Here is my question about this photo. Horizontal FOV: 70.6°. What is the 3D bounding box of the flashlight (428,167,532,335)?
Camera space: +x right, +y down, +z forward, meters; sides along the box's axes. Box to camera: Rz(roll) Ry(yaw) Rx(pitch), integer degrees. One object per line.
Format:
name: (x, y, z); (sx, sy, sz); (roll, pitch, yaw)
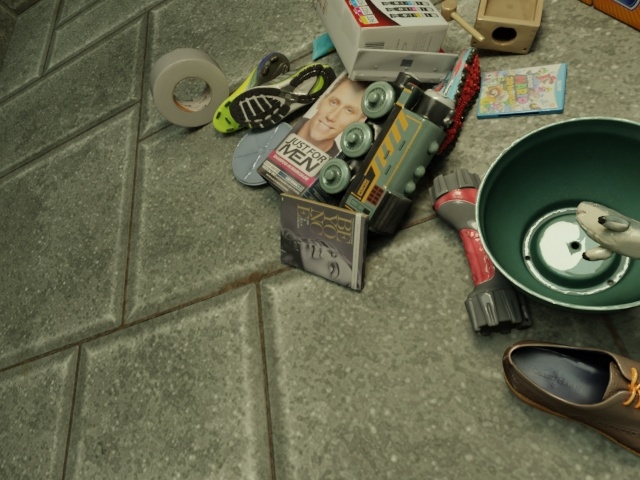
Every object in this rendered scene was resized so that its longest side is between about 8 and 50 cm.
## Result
flashlight: (0.277, 0.017, 0.825); (0.103, 0.103, 0.303); (-33, 51, 42)

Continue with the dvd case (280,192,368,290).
dvd case: (0.000, 0.000, 0.963); (0.221, 0.018, 0.164); (18, 117, 33)

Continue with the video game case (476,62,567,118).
video game case: (0.427, -0.317, 0.963); (0.166, 0.015, 0.119); (4, 68, 29)

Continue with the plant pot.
plant pot: (0.406, -0.014, 0.707); (0.293, 0.196, 0.292); (-9, 66, 22)

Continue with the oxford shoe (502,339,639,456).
oxford shoe: (0.434, 0.225, 0.613); (0.364, 0.133, 0.129); (9, 70, 31)

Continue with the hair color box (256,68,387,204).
hair color box: (0.028, -0.236, 1.078); (0.347, 0.105, 0.174); (-49, 54, -3)

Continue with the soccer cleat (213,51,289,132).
soccer cleat: (-0.200, -0.427, 1.323); (0.289, 0.093, 0.121); (-45, 23, 6)

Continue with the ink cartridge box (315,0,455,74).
ink cartridge box: (0.162, -0.531, 1.069); (0.272, 0.130, 0.309); (-10, 56, -15)

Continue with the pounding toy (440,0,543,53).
pounding toy: (0.367, -0.479, 1.001); (0.206, 0.094, 0.180); (13, 72, 11)

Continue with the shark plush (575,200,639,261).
shark plush: (0.408, -0.013, 0.562); (0.161, 0.073, 0.067); (8, 43, 32)

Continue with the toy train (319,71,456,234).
toy train: (0.137, -0.172, 0.933); (0.190, 0.142, 0.333); (40, 108, 32)

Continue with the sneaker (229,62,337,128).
sneaker: (-0.103, -0.393, 1.226); (0.300, 0.111, 0.121); (-18, 27, 5)

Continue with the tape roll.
tape roll: (-0.385, -0.446, 1.331); (0.219, 0.219, 0.072); (-35, 54, 8)

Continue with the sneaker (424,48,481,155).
sneaker: (0.262, -0.317, 0.997); (0.125, 0.104, 0.261); (19, 75, 36)

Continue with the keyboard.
keyboard: (0.186, -0.384, 0.998); (0.256, 0.072, 0.014); (-7, 49, -22)

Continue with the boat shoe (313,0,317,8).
boat shoe: (0.009, -0.797, 1.398); (0.063, 0.059, 0.169); (-2, 65, 27)

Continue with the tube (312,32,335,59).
tube: (0.065, -0.579, 1.269); (0.207, 0.052, 0.080); (-16, 53, 25)

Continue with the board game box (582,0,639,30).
board game box: (0.653, -0.682, 0.815); (0.356, 0.356, 0.356); (-36, 54, 7)

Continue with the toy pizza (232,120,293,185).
toy pizza: (-0.148, -0.232, 1.215); (0.201, 0.032, 0.201); (-11, 62, 22)
